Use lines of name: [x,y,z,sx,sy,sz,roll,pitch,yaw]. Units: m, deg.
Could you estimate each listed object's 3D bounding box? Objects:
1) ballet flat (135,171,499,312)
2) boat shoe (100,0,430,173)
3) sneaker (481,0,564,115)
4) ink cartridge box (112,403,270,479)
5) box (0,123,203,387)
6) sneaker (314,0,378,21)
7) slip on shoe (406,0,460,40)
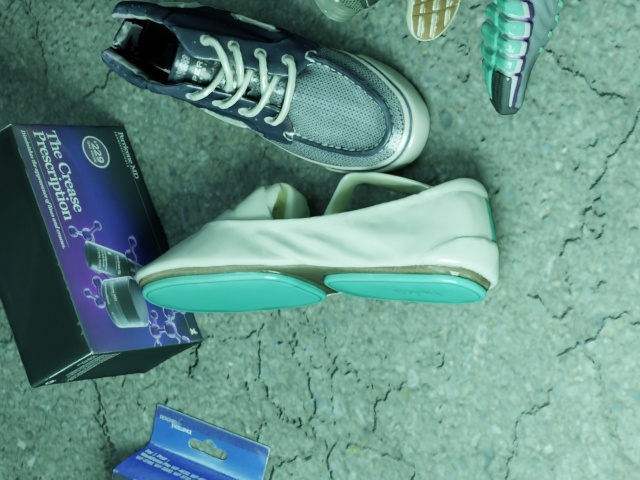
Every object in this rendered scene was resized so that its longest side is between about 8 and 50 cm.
ballet flat: [0.000,0.000,1.919,0.400,0.139,0.139,-3,90,31]
boat shoe: [-0.066,-0.153,1.923,0.341,0.158,0.127,22,105,32]
sneaker: [0.207,-0.220,1.785,0.083,0.098,0.223,-114,23,-59]
ink cartridge box: [-0.162,0.358,2.072,0.165,0.065,0.332,16,100,34]
box: [-0.256,0.012,2.048,0.103,0.184,0.261,-28,76,30]
sneaker: [0.024,-0.344,1.900,0.130,0.087,0.227,-27,80,31]
slip on shoe: [0.110,-0.263,1.870,0.041,0.051,0.135,-129,43,-68]
